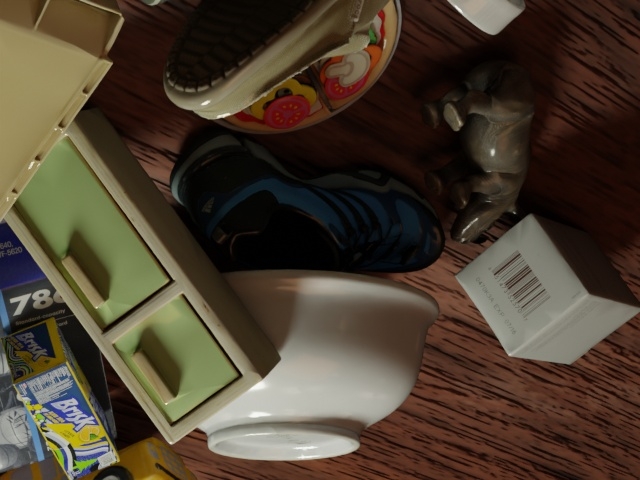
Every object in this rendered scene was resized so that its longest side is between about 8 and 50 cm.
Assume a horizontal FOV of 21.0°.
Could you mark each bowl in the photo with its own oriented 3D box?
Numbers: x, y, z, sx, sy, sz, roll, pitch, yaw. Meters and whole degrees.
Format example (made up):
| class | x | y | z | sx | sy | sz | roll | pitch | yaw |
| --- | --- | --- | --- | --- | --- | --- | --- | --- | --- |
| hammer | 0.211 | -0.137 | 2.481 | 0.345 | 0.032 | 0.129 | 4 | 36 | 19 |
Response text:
| class | x | y | z | sx | sy | sz | roll | pitch | yaw |
| --- | --- | --- | --- | --- | --- | --- | --- | --- | --- |
| bowl | -0.035 | 0.128 | 1.610 | 0.297 | 0.134 | 0.298 | 0 | 163 | 0 |

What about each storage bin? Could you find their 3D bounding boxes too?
| class | x | y | z | sx | sy | sz | roll | pitch | yaw |
| --- | --- | --- | --- | --- | --- | --- | --- | --- | --- |
| storage bin | -0.325 | -0.139 | 1.299 | 0.262 | 0.123 | 0.260 | 18 | 123 | -38 |

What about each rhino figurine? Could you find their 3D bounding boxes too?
| class | x | y | z | sx | sy | sz | roll | pitch | yaw |
| --- | --- | --- | --- | --- | --- | --- | --- | --- | --- |
| rhino figurine | 0.158 | -0.074 | 1.640 | 0.106 | 0.073 | 0.243 | -31 | 144 | -19 |

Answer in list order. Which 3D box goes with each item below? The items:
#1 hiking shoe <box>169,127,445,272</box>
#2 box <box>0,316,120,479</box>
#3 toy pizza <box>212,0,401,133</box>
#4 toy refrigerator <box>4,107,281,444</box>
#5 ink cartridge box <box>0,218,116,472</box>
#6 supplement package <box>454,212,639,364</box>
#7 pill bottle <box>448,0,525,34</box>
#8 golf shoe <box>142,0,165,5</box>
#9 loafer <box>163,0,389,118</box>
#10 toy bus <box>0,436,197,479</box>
| class | x | y | z | sx | sy | sz | roll | pitch | yaw |
| --- | --- | --- | --- | --- | --- | --- | --- | --- | --- |
| hiking shoe | 0.000 | 0.000 | 1.595 | 0.304 | 0.132 | 0.113 | 12 | 127 | -35 |
| box | -0.238 | 0.148 | 1.592 | 0.054 | 0.059 | 0.169 | -21 | 140 | -4 |
| toy pizza | -0.021 | -0.164 | 1.491 | 0.201 | 0.032 | 0.201 | -14 | 137 | -13 |
| toy refrigerator | -0.158 | 0.028 | 1.450 | 0.102 | 0.269 | 0.094 | -35 | -178 | 12 |
| ink cartridge box | -0.291 | 0.088 | 1.597 | 0.165 | 0.065 | 0.333 | -16 | 137 | -10 |
| supplement package | 0.233 | 0.052 | 1.747 | 0.105 | 0.105 | 0.179 | -41 | 157 | 18 |
| pill bottle | 0.187 | -0.280 | 1.407 | 0.221 | 0.121 | 0.121 | -43 | 136 | 20 |
| golf shoe | -0.066 | -0.298 | 1.298 | 0.120 | 0.105 | 0.273 | -8 | 144 | -44 |
| loafer | -0.009 | -0.178 | 1.368 | 0.268 | 0.102 | 0.092 | -43 | 135 | -19 |
| toy bus | -0.287 | 0.303 | 1.769 | 0.332 | 0.130 | 0.108 | -34 | 137 | 10 |
